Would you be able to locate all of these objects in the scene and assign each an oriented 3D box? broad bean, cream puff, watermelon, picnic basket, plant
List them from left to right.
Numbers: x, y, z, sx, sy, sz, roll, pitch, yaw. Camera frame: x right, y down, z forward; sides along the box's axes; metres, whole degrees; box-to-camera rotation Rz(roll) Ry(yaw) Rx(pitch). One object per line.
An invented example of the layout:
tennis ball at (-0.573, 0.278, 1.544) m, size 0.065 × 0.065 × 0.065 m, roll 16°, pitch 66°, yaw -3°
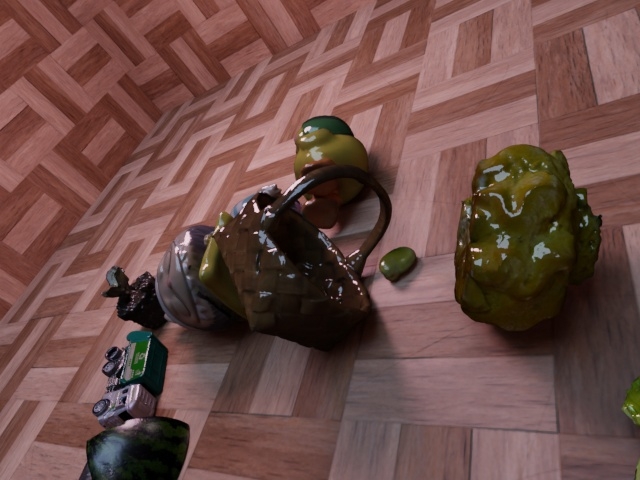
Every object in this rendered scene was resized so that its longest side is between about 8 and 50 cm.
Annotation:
plant at (-0.516, 0.156, 1.266) m, size 0.131 × 0.203 × 0.142 m, roll -50°, pitch 41°, yaw -2°
watermelon at (-0.344, 0.428, 0.890) m, size 0.145 × 0.193 × 0.137 m, roll -39°, pitch -10°, yaw -1°
picnic basket at (0.000, 0.000, 0.857) m, size 0.337 × 0.293 × 0.337 m, roll -18°, pitch 60°, yaw 34°
broad bean at (0.154, 0.044, 0.908) m, size 0.083 × 0.045 × 0.063 m, roll -40°, pitch 35°, yaw -14°
cream puff at (0.298, 0.002, 0.655) m, size 0.185 × 0.282 × 0.282 m, roll 7°, pitch 51°, yaw 14°

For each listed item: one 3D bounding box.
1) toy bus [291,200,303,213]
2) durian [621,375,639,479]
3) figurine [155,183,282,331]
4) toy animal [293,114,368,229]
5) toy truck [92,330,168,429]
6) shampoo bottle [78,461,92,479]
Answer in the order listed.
toy bus at (-0.111, -0.070, 1.267) m, size 0.130 × 0.052 × 0.037 m, roll -35°, pitch 34°, yaw 9°
durian at (0.409, 0.176, 0.476) m, size 0.375 × 0.106 × 0.132 m, roll -47°, pitch 30°, yaw -17°
figurine at (-0.289, 0.049, 1.120) m, size 0.377 × 0.266 × 0.361 m, roll -8°, pitch 35°, yaw 30°
toy animal at (0.028, -0.200, 1.173) m, size 0.191 × 0.216 × 0.338 m, roll -4°, pitch 38°, yaw 2°
toy truck at (-0.454, 0.335, 1.094) m, size 0.124 × 0.114 × 0.253 m, roll -23°, pitch 37°, yaw 5°
shampoo bottle at (-0.487, 0.554, 0.925) m, size 0.057 × 0.063 × 0.208 m, roll -16°, pitch 39°, yaw 15°
